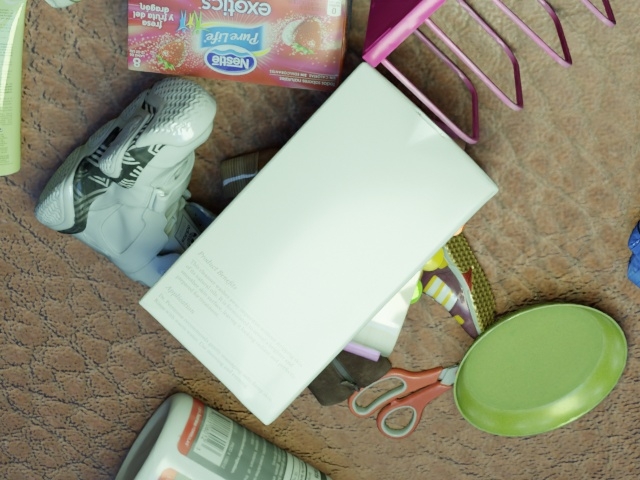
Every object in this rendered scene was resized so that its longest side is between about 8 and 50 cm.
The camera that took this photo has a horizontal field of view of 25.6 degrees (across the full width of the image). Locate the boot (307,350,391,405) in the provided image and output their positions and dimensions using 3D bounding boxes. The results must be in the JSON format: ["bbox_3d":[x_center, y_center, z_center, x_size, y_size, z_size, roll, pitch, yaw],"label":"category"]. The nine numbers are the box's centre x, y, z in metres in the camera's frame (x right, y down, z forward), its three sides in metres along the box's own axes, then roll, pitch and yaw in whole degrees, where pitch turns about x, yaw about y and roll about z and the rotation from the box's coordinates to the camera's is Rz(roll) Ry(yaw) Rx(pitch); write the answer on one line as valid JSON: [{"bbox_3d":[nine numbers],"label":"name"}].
[{"bbox_3d":[0.039,0.103,1.900,0.248,0.090,0.207,-33,124,16],"label":"boot"}]

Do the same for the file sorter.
[{"bbox_3d":[0.217,-0.280,1.593,0.182,0.202,0.291,41,114,-16],"label":"file sorter"}]

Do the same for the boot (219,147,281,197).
[{"bbox_3d":[-0.041,-0.027,1.829,0.152,0.073,0.197,-7,120,5],"label":"boot"}]

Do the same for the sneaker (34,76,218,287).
[{"bbox_3d":[-0.191,-0.060,1.751,0.210,0.137,0.366,38,142,-20],"label":"sneaker"}]

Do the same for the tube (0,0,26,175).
[{"bbox_3d":[-0.413,-0.203,1.787,0.070,0.062,0.240,-15,119,-36],"label":"tube"}]

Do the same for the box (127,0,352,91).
[{"bbox_3d":[-0.093,-0.266,1.674,0.257,0.128,0.122,6,118,2],"label":"box"}]

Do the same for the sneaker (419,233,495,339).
[{"bbox_3d":[0.167,0.056,1.859,0.084,0.069,0.185,-9,119,32],"label":"sneaker"}]

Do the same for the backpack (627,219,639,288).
[{"bbox_3d":[0.441,0.010,1.785,0.101,0.098,0.120,39,126,9],"label":"backpack"}]

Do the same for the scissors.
[{"bbox_3d":[0.173,0.182,1.943,0.297,0.021,0.109,-34,108,23],"label":"scissors"}]

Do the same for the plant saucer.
[{"bbox_3d":[0.289,0.165,1.879,0.241,0.037,0.241,-8,131,-9],"label":"plant saucer"}]

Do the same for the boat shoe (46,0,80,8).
[{"bbox_3d":[-0.393,-0.390,1.658,0.103,0.113,0.302,-34,99,22],"label":"boat shoe"}]

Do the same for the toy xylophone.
[{"bbox_3d":[0.054,-0.020,1.751,0.236,0.081,0.322,28,94,1],"label":"toy xylophone"}]

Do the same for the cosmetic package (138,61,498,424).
[{"bbox_3d":[0.000,0.000,1.639,0.385,0.156,0.217,-45,90,4],"label":"cosmetic package"}]

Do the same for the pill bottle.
[{"bbox_3d":[-0.100,0.387,1.975,0.363,0.210,0.210,32,116,-11],"label":"pill bottle"}]
